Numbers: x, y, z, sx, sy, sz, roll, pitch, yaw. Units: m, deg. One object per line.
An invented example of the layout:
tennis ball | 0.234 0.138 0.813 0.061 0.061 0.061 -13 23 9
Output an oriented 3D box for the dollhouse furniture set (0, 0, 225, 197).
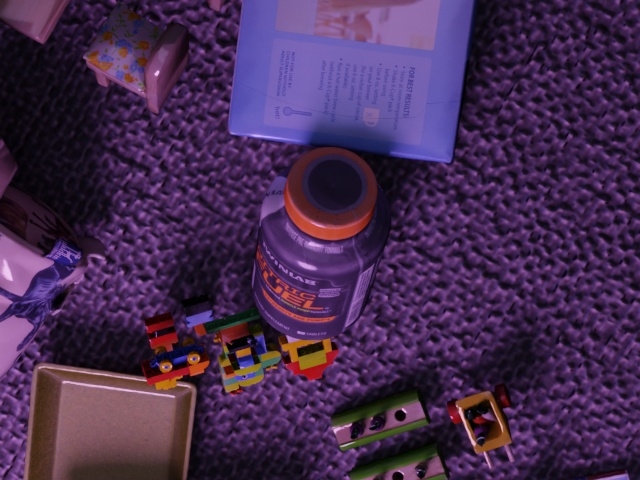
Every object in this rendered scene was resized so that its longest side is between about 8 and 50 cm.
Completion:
dollhouse furniture set | -0.309 -0.245 1.317 0.362 0.256 0.394 28 79 -1

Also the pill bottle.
pill bottle | 0.000 0.000 1.388 0.130 0.246 0.130 2 64 -5

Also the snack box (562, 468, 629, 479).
snack box | 0.267 0.309 1.564 0.178 0.022 0.064 -12 96 5

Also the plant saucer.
plant saucer | -0.240 0.237 1.576 0.188 0.045 0.188 7 98 2

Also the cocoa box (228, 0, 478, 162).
cocoa box | 0.046 -0.267 1.394 0.231 0.228 0.347 8 98 3

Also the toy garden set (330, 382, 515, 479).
toy garden set | 0.142 0.285 1.538 0.203 0.049 0.244 -19 94 15

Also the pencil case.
pencil case | -0.414 0.131 1.514 0.183 0.160 0.410 31 99 -19

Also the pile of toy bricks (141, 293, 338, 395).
pile of toy bricks | -0.093 0.128 1.535 0.212 0.118 0.105 -15 126 -10
